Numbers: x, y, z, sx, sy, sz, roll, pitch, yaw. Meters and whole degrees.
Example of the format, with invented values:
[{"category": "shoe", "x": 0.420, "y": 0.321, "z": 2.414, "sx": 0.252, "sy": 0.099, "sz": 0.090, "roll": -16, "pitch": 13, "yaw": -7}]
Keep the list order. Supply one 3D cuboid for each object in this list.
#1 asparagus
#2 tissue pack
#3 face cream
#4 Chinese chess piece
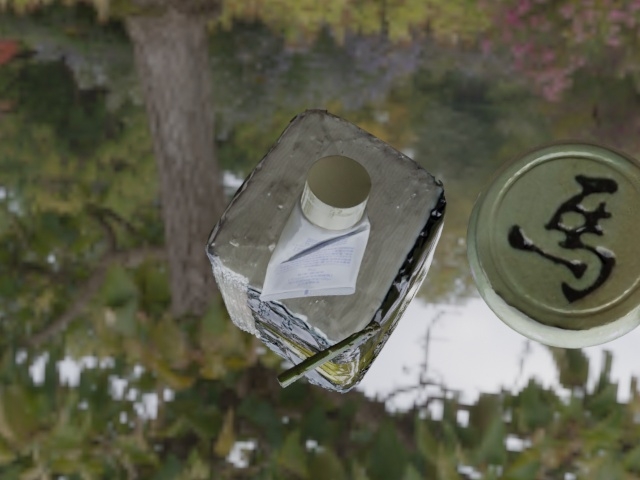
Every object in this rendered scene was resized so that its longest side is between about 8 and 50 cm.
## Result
[{"category": "asparagus", "x": 0.010, "y": 0.121, "z": 1.568, "sx": 0.127, "sy": 0.015, "sz": 0.018, "roll": -31, "pitch": -165, "yaw": 8}, {"category": "tissue pack", "x": 0.007, "y": 0.029, "z": 2.018, "sx": 0.253, "sy": 0.264, "sz": 0.416, "roll": 32, "pitch": 167, "yaw": 7}, {"category": "face cream", "x": 0.000, "y": 0.000, "z": 1.615, "sx": 0.114, "sy": 0.224, "sz": 0.070, "roll": -4, "pitch": -123, "yaw": -13}, {"category": "Chinese chess piece", "x": 0.299, "y": 0.003, "z": 1.737, "sx": 0.250, "sy": 0.250, "sz": 0.101, "roll": 5, "pitch": 169, "yaw": 10}]
